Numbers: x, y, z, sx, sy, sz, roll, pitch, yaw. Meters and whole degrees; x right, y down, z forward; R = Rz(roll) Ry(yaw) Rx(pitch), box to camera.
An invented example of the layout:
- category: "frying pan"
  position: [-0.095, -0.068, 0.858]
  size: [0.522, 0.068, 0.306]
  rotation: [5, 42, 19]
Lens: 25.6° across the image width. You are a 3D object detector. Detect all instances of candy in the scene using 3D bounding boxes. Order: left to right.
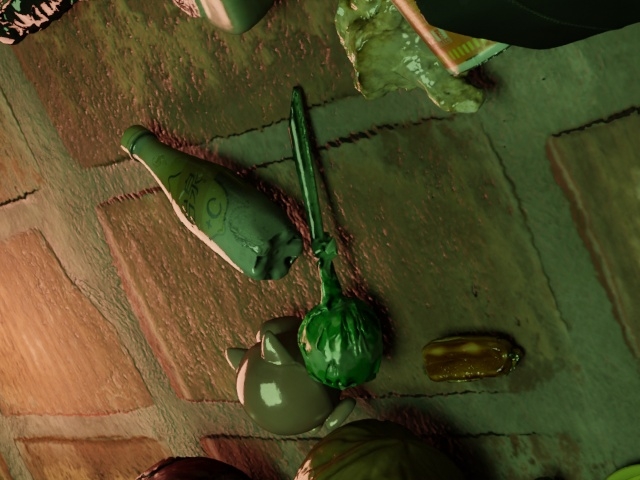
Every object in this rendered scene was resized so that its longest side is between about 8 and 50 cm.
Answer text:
- category: "candy"
  position: [0.001, 0.001, 1.445]
  size: [0.097, 0.097, 0.324]
  rotation: [5, 113, 47]

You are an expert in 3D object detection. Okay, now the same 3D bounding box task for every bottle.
- category: "bottle"
  position: [-0.128, -0.052, 1.540]
  size: [0.269, 0.083, 0.083]
  rotation: [39, 140, 33]

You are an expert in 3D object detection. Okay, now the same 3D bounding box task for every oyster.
- category: "oyster"
  position: [0.073, -0.185, 1.216]
  size: [0.191, 0.081, 0.163]
  rotation: [39, 136, 17]

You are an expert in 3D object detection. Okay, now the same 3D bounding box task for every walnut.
- category: "walnut"
  position: [0.060, 0.297, 1.478]
  size: [0.228, 0.228, 0.228]
  rotation: [29, 135, 33]

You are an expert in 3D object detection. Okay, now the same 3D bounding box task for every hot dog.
- category: "hot dog"
  position: [0.148, 0.116, 1.386]
  size: [0.122, 0.037, 0.049]
  rotation: [-7, 99, 45]

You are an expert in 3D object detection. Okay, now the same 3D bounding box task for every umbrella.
- category: "umbrella"
  position: [-0.289, -0.291, 1.527]
  size: [0.357, 0.106, 0.113]
  rotation: [-23, 102, 53]

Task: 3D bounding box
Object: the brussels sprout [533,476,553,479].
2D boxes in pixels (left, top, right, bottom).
- category: "brussels sprout"
  position: [0.212, 0.269, 1.395]
  size: [0.058, 0.085, 0.085]
  rotation: [48, 145, 35]

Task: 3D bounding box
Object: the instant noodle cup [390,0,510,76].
- category: "instant noodle cup"
  position: [0.098, -0.235, 1.097]
  size: [0.185, 0.168, 0.168]
  rotation: [55, 144, -9]

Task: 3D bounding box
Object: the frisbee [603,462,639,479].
- category: "frisbee"
  position: [0.351, 0.305, 1.304]
  size: [0.236, 0.017, 0.236]
  rotation: [28, 134, 34]

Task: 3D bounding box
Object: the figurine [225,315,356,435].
- category: "figurine"
  position: [-0.033, 0.154, 1.559]
  size: [0.138, 0.125, 0.125]
  rotation: [45, 144, -8]

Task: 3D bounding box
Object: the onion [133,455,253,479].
- category: "onion"
  position: [-0.156, 0.402, 1.803]
  size: [0.281, 0.280, 0.221]
  rotation: [115, 151, -49]

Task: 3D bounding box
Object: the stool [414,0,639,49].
- category: "stool"
  position: [0.155, -0.248, 0.961]
  size: [0.141, 0.232, 0.232]
  rotation: [-12, 106, 50]

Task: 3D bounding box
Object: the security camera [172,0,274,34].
- category: "security camera"
  position: [-0.127, -0.298, 1.260]
  size: [0.157, 0.080, 0.301]
  rotation: [39, 167, 23]
